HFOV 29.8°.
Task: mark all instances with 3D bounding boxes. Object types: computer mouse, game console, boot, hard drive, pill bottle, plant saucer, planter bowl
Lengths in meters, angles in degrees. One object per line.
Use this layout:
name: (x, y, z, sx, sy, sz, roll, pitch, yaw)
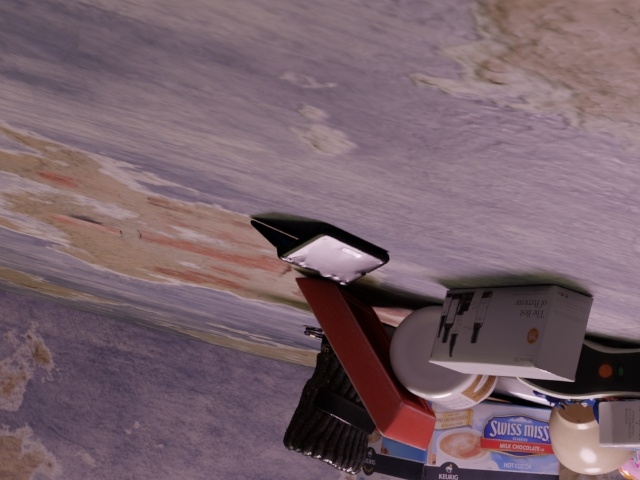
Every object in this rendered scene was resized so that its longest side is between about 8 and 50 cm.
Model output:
computer mouse: (0.075, 0.224, 2.444, 0.242, 0.041, 0.071, 18, 170, -16)
game console: (0.000, 0.000, 1.373, 0.107, 0.071, 0.122, -30, 146, 31)
boot: (0.399, 0.189, 1.668, 0.244, 0.088, 0.176, 5, 168, 29)
boot: (0.109, 0.287, 2.102, 0.348, 0.260, 0.131, 19, 169, -26)
hard drive: (0.410, 0.308, 2.440, 0.308, 0.040, 0.203, 13, 170, 7)
pill bottle: (0.190, 0.178, 1.752, 0.131, 0.131, 0.229, 11, 170, 21)
plant saucer: (0.079, 0.174, 1.750, 0.048, 0.259, 0.258, -33, 158, 8)
planter bowl: (0.471, 0.311, 2.103, 0.162, 0.162, 0.109, 7, 141, 36)

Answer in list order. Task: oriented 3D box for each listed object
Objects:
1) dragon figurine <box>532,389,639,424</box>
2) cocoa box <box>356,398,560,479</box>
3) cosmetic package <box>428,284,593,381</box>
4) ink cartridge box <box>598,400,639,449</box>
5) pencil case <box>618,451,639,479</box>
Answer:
dragon figurine: (0.446, 0.240, 1.764, 0.289, 0.085, 0.144, 22, -171, 9)
cocoa box: (0.279, 0.426, 2.397, 0.347, 0.227, 0.231, 10, 173, -31)
cosmetic package: (0.218, 0.108, 1.418, 0.060, 0.098, 0.239, 18, 169, -22)
ink cartridge box: (0.560, 0.246, 1.570, 0.296, 0.066, 0.261, 11, 164, -33)
pencil case: (0.652, 0.365, 2.099, 0.284, 0.124, 0.124, -5, 159, 44)
